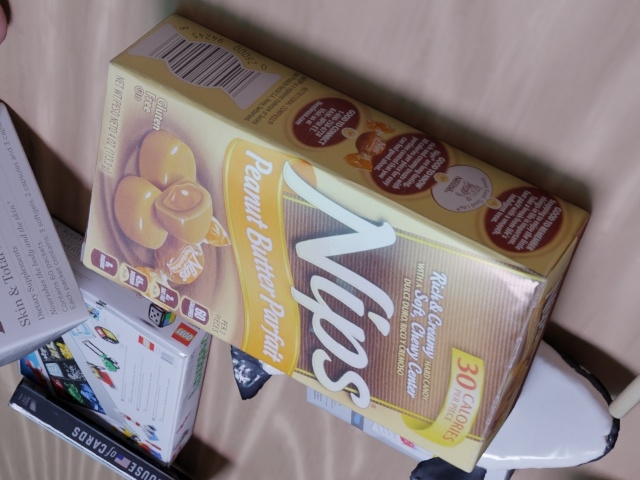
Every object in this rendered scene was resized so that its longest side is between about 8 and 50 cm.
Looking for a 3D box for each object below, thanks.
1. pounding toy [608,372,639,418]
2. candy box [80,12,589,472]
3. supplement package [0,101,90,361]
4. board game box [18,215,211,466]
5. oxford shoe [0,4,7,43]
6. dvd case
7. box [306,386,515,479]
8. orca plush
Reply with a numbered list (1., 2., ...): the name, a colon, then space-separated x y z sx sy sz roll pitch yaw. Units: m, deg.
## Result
1. pounding toy: 0.275 0.099 0.992 0.181 0.094 0.206 12 137 46
2. candy box: 0.000 0.000 1.078 0.316 0.087 0.183 28 132 15
3. supplement package: -0.371 0.036 1.349 0.198 0.262 0.199 -27 85 60
4. board game box: -0.207 0.105 1.573 0.193 0.053 0.305 32 153 7
5. oxford shoe: -0.413 -0.236 1.146 0.397 0.146 0.140 40 153 -10
6. dvd case: -0.224 0.222 1.732 0.238 0.029 0.179 33 174 -7
7. box: 0.077 0.130 1.315 0.186 0.038 0.145 27 152 13
8. orca plush: 0.080 0.106 1.197 0.287 0.151 0.102 -3 -179 17
